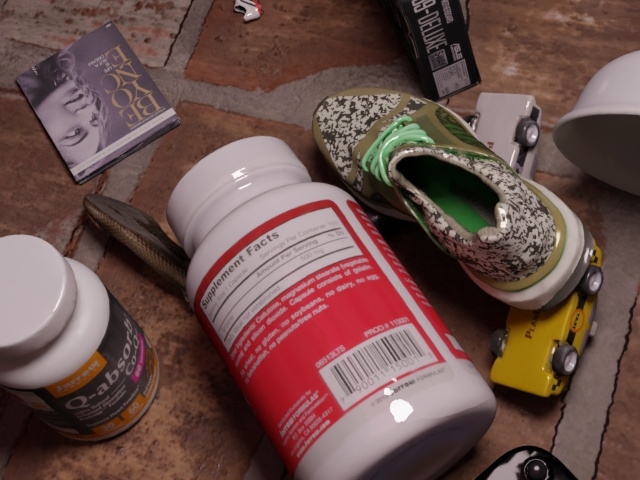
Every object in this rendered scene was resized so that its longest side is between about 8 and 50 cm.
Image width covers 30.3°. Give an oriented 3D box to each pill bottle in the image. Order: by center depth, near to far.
[{"bbox_3d":[-0.006,0.086,1.314,0.229,0.229,0.407,-31,63,-5],"label":"pill bottle"},{"bbox_3d":[-0.298,0.114,1.344,0.162,0.278,0.162,-5,62,10],"label":"pill bottle"}]

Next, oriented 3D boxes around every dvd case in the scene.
[{"bbox_3d":[-0.316,-0.199,1.664,0.165,0.018,0.221,-32,61,-6],"label":"dvd case"}]

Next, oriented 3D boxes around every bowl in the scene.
[{"bbox_3d":[0.418,-0.138,1.302,0.298,0.298,0.134,14,80,19],"label":"bowl"}]

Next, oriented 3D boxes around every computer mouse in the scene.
[{"bbox_3d":[0.000,0.000,1.477,0.242,0.041,0.071,-29,61,-3],"label":"computer mouse"}]

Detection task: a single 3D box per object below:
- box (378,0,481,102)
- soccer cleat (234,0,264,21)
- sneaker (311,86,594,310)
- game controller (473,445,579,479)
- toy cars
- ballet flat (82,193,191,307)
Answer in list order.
[{"bbox_3d":[0.102,-0.354,1.491,0.077,0.307,0.242,-24,60,4],"label":"box"},{"bbox_3d":[-0.113,-0.347,1.693,0.036,0.029,0.083,-29,65,-9],"label":"soccer cleat"},{"bbox_3d":[0.118,-0.086,1.331,0.410,0.182,0.158,37,92,38],"label":"sneaker"},{"bbox_3d":[0.161,0.364,1.234,0.319,0.067,0.166,-40,62,-9],"label":"game controller"},{"bbox_3d":[0.244,0.002,1.394,0.176,0.087,0.393,-35,53,28],"label":"toy cars"},{"bbox_3d":[-0.214,0.015,1.504,0.250,0.084,0.058,32,109,22],"label":"ballet flat"}]
